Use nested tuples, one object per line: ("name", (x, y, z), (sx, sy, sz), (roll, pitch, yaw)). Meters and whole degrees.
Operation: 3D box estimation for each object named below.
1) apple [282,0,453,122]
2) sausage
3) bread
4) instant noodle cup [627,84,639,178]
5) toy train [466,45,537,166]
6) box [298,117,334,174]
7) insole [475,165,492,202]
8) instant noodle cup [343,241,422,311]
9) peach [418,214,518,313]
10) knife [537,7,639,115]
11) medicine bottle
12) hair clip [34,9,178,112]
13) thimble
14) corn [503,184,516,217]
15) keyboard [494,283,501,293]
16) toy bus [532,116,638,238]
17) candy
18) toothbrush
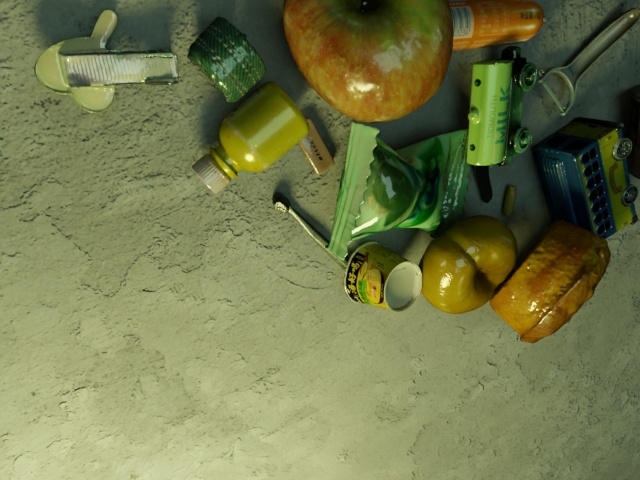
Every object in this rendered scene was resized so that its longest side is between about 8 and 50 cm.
("apple", (0.081, -0.358, 0.862), (0.278, 0.250, 0.308), (-10, 87, 3))
("sausage", (0.328, -0.437, 0.998), (0.313, 0.093, 0.092), (-12, 114, -16))
("bread", (0.537, 0.100, 1.173), (0.312, 0.172, 0.312), (-44, 159, -22))
("instant noodle cup", (0.864, -0.264, 1.206), (0.218, 0.217, 0.207), (-16, 122, -14))
("toy train", (0.373, -0.277, 1.054), (0.158, 0.105, 0.253), (-19, 119, -30))
("box", (-0.015, -0.190, 1.003), (0.048, 0.025, 0.115), (-33, 118, -4))
("insole", (0.387, -0.157, 1.170), (0.053, 0.002, 0.152), (-38, 122, -24))
("instant noodle cup", (0.145, 0.088, 1.099), (0.152, 0.122, 0.151), (-12, 111, -35))
("peach", (0.333, 0.053, 1.121), (0.251, 0.153, 0.251), (-31, 145, -25))
("knife", (0.610, -0.428, 1.128), (0.278, 0.053, 0.123), (-46, 114, 0))
("medicine bottle", (-0.135, -0.180, 0.908), (0.213, 0.122, 0.121), (-41, 118, -1))
("hair clip", (-0.351, -0.294, 0.814), (0.219, 0.071, 0.158), (-13, 108, -22))
("thimble", (-0.161, -0.306, 0.841), (0.090, 0.135, 0.118), (-43, 122, 0))
("corn", (0.468, -0.095, 1.218), (0.028, 0.027, 0.083), (2, 110, 1))
("keyboard", (0.409, 0.097, 1.278), (0.196, 0.018, 0.060), (21, 95, -26))
("toy bus", (0.651, -0.136, 1.208), (0.175, 0.138, 0.287), (-33, 118, -7))
("candy", (0.192, -0.111, 1.037), (0.398, 0.172, 0.262), (-6, 119, -34))
("toothbrush", (0.000, 0.000, 1.082), (0.030, 0.030, 0.297), (-33, 122, 22))
